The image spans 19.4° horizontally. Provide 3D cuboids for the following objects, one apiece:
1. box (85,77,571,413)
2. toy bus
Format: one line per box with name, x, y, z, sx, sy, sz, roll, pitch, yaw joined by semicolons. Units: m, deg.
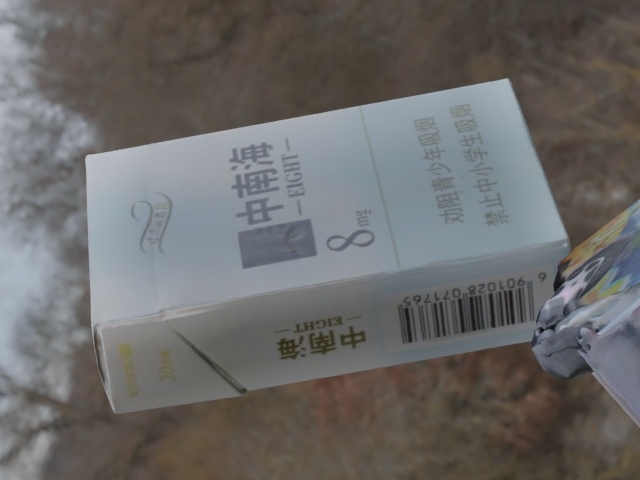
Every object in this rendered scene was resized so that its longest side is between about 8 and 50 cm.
box;0.000;0.000;0.989;0.155;0.242;0.067;-99;0;-53
toy bus;0.166;0.030;0.748;0.138;0.112;0.317;-42;0;5
